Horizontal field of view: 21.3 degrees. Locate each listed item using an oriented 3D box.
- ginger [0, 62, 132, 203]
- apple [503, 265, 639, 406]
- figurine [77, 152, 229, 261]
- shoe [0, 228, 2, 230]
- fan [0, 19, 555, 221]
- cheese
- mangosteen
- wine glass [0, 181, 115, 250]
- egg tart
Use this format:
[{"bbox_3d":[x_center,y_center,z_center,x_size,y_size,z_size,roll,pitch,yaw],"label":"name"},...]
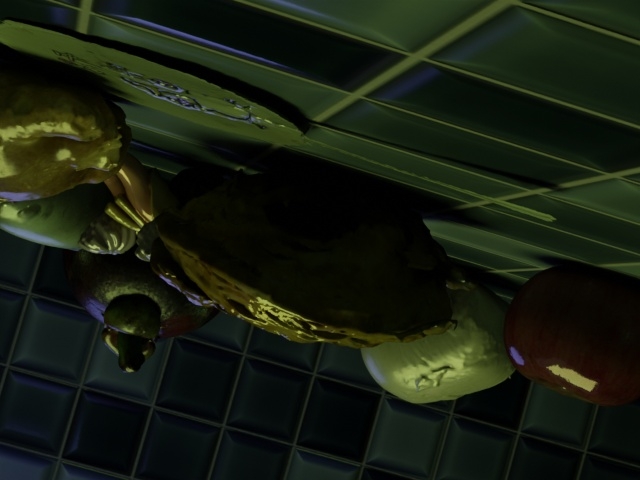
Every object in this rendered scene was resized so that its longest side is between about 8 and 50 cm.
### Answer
[{"bbox_3d":[-0.225,-0.082,1.309,0.157,0.102,0.216,-8,172,0],"label":"ginger"},{"bbox_3d":[0.252,0.089,1.622,0.153,0.120,0.153,22,175,2],"label":"apple"},{"bbox_3d":[-0.142,-0.022,1.662,0.240,0.116,0.174,25,169,-29],"label":"figurine"},{"bbox_3d":[-0.428,-0.067,2.104,0.291,0.114,0.137,15,-179,-17],"label":"shoe"},{"bbox_3d":[-0.035,-0.082,1.175,0.414,0.012,0.233,19,177,2],"label":"fan"},{"bbox_3d":[0.139,0.113,2.035,0.189,0.154,0.198,-23,160,16],"label":"cheese"},{"bbox_3d":[-0.205,0.038,2.024,0.216,0.216,0.216,16,176,1],"label":"mangosteen"},{"bbox_3d":[-0.308,-0.056,1.831,0.111,0.111,0.204,13,169,31],"label":"wine glass"},{"bbox_3d":[0.000,0.000,1.470,0.297,0.132,0.297,16,-169,-3],"label":"egg tart"}]
